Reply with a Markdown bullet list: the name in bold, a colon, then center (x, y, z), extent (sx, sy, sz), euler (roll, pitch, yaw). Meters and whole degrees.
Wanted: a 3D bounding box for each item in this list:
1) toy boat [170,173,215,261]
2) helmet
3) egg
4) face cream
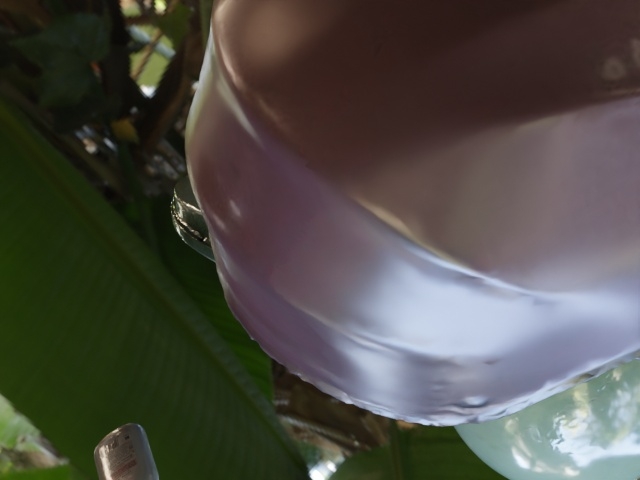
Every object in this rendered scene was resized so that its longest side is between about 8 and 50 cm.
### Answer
- **toy boat**: center (0.000, 0.000, 0.771), extent (0.319, 0.092, 0.141), euler (20, -149, 39)
- **helmet**: center (0.087, -0.081, 0.494), extent (0.338, 0.197, 0.271), euler (-29, -120, -4)
- **egg**: center (0.255, 0.120, 1.091), extent (0.276, 0.389, 0.276), euler (-4, -111, 10)
- **face cream**: center (-0.125, 0.156, 0.685), extent (0.040, 0.021, 0.083), euler (-36, -144, 2)
